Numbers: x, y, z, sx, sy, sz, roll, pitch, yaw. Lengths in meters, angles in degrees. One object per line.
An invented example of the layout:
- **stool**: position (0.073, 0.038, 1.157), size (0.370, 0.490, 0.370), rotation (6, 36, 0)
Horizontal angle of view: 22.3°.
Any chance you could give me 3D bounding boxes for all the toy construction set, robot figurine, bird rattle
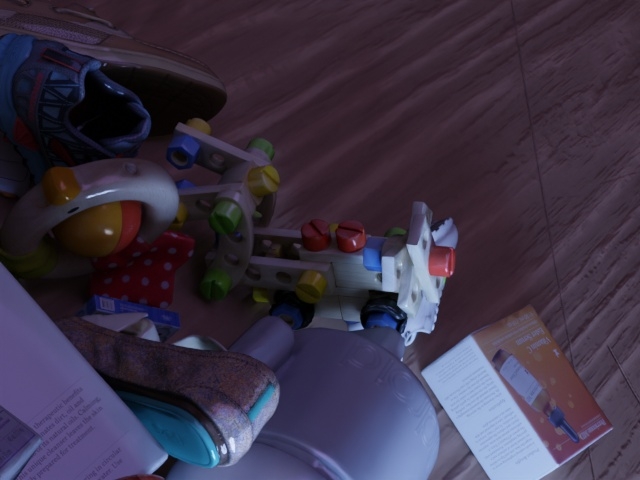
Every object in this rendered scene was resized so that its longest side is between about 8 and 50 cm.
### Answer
- **toy construction set**: position (0.000, 0.000, 1.613), size (0.328, 0.215, 0.151), rotation (16, 45, 30)
- **robot figurine**: position (-0.019, 0.215, 1.466), size (0.300, 0.200, 0.353), rotation (62, 35, -20)
- **bird rattle**: position (-0.209, -0.001, 1.470), size (0.254, 0.207, 0.143), rotation (5, 57, -36)

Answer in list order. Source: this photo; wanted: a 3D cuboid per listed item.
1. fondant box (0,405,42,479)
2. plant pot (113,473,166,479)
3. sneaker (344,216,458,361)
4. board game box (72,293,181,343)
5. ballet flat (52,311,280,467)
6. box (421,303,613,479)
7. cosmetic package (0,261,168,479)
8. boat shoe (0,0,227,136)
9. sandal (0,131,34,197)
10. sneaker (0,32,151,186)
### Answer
- **fondant box**: position (-0.391, 0.138, 1.100), size (0.330, 0.238, 0.096), rotation (36, 15, -1)
- **plant pot**: position (-0.130, 0.354, 1.145), size (0.265, 0.272, 0.272), rotation (46, 36, 20)
- **sneaker**: position (0.097, 0.055, 1.814), size (0.094, 0.090, 0.235), rotation (56, 41, -11)
- **board game box**: position (-0.191, 0.087, 1.499), size (0.090, 0.090, 0.020), rotation (16, 48, -35)
- **ballet flat**: position (-0.152, 0.114, 1.365), size (0.106, 0.316, 0.107), rotation (-44, 129, -31)
- **box**: position (0.219, 0.177, 1.808), size (0.130, 0.091, 0.170), rotation (-22, 75, -50)
- **cosmetic package**: position (-0.321, 0.107, 1.275), size (0.365, 0.155, 0.197), rotation (49, 58, 1)
- **boat shoe**: position (-0.247, -0.192, 1.648), size (0.341, 0.122, 0.110), rotation (11, 53, -36)
- **sandal**: position (-0.337, -0.110, 1.532), size (0.265, 0.076, 0.102), rotation (10, 53, -38)
- **sneaker**: position (-0.213, -0.089, 1.524), size (0.262, 0.125, 0.104), rotation (58, 45, -56)
